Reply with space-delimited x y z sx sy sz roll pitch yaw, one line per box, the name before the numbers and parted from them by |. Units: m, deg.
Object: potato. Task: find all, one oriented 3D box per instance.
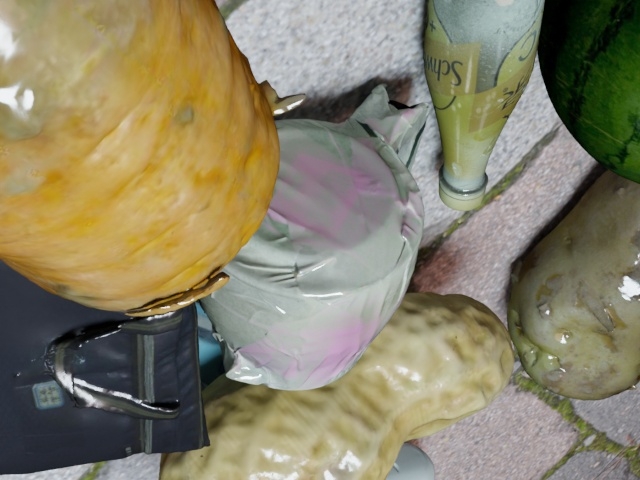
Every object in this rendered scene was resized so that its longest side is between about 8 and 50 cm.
potato | 0.280 0.030 1.396 0.165 0.165 0.262 11 124 -49

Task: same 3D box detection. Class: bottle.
bottle | 0.116 -0.121 1.134 0.083 0.083 0.269 -25 143 -22

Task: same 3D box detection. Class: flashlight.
flashlight | 0.037 0.232 1.450 0.200 0.093 0.047 -9 135 -46

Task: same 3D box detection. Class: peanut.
peanut | 0.016 0.133 1.210 0.325 0.153 0.140 -26 142 -20

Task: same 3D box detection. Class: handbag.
handbag | -0.177 0.066 1.030 0.211 0.088 0.254 -2 133 -5

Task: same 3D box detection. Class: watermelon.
watermelon | 0.276 -0.153 1.118 0.242 0.242 0.242 -25 142 -21

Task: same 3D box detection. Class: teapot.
teapot | -0.014 -0.001 1.119 0.163 0.221 0.178 9 139 -2

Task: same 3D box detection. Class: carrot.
carrot | -0.165 -0.104 0.778 0.224 0.224 0.341 -42 153 2

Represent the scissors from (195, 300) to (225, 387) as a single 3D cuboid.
scissors | -0.078 0.100 1.237 0.180 0.032 0.393 -50 144 1
